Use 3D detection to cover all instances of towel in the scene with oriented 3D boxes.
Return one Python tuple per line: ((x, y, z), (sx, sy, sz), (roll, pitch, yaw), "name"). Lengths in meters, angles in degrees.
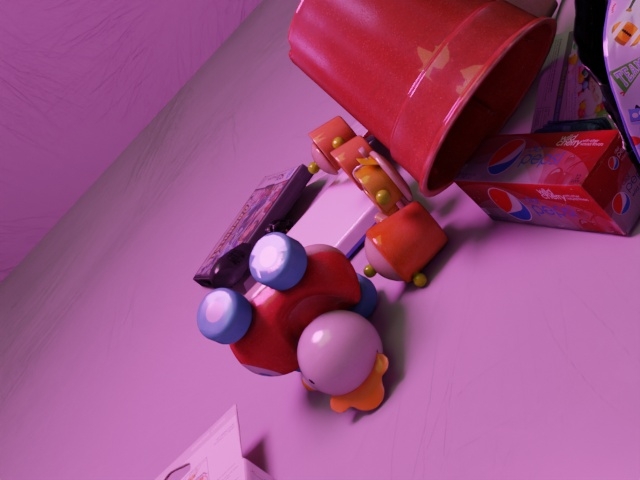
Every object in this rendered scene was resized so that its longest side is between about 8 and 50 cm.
((0.321, -0.119, 1.181), (0.029, 0.067, 0.119), (-30, 15, -22), "towel")

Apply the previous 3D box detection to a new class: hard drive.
((0.000, 0.000, 1.623), (0.318, 0.040, 0.210), (-48, 22, 5), "hard drive")

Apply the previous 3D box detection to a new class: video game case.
((-0.139, -0.025, 1.893), (0.275, 0.035, 0.248), (-55, 16, -14), "video game case")

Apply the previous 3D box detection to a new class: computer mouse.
((-0.114, 0.024, 1.713), (0.242, 0.041, 0.071), (-38, -32, -45), "computer mouse")

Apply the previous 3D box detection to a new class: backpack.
((0.388, -0.198, 0.964), (0.213, 0.276, 0.263), (-2, 53, 44), "backpack")

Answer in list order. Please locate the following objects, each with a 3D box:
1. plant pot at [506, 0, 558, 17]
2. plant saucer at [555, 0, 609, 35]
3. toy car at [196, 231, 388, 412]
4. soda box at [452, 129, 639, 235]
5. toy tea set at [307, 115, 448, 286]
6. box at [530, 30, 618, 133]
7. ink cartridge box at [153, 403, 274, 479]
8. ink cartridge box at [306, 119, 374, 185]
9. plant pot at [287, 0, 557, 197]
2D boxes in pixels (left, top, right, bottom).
((0.215, -0.316, 1.454), (0.274, 0.256, 0.256), (-41, 24, 14), "plant pot")
((0.458, -0.382, 1.294), (0.400, 0.100, 0.400), (-40, 24, 22), "plant saucer")
((-0.004, 0.145, 1.269), (0.210, 0.219, 0.238), (-45, 51, 12), "toy car")
((0.278, -0.074, 1.151), (0.083, 0.092, 0.263), (-53, 22, -12), "soda box")
((0.057, -0.059, 1.395), (0.124, 0.200, 0.336), (-40, 26, 3), "toy tea set")
((0.351, -0.200, 1.212), (0.186, 0.038, 0.145), (9, 88, 63), "box")
((-0.185, 0.405, 1.298), (0.296, 0.066, 0.261), (-44, 23, 13), "ink cartridge box")
((0.086, -0.187, 1.685), (0.232, 0.066, 0.189), (-59, 12, -17), "ink cartridge box")
((0.117, -0.243, 1.239), (0.272, 0.265, 0.272), (-46, -17, -18), "plant pot")
